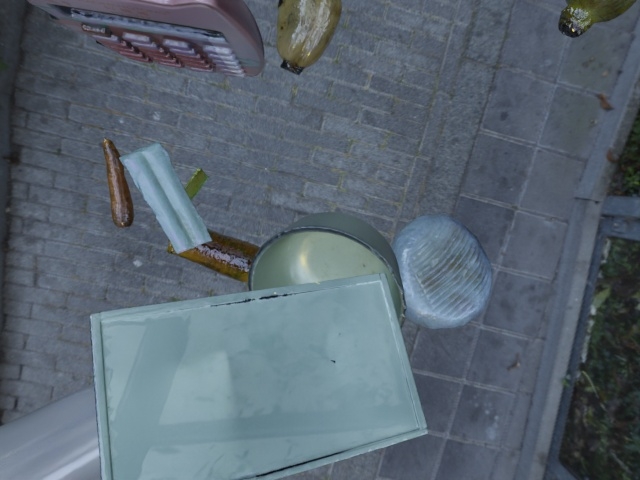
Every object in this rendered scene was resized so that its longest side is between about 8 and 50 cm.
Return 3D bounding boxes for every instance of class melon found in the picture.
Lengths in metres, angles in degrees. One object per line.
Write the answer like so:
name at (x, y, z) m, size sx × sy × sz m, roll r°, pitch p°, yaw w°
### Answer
melon at (-0.456, -0.163, 1.587) m, size 0.053 × 0.114 × 0.262 m, roll 34°, pitch 52°, yaw -10°

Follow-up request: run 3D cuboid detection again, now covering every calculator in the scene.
calculator at (-0.170, -0.231, 0.510) m, size 0.219 × 0.330 × 0.048 m, roll 6°, pitch 97°, yaw -5°

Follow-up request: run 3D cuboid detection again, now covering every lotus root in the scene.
lotus root at (0.592, -0.563, 0.949) m, size 0.173 × 0.173 × 0.310 m, roll 23°, pitch 93°, yaw -10°
lotus root at (-0.035, -0.542, 1.145) m, size 0.154 × 0.140 × 0.257 m, roll 21°, pitch 107°, yaw -9°

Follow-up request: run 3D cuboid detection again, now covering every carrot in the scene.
carrot at (-0.278, 0.032, 1.277) m, size 0.301 × 0.114 × 0.114 m, roll 20°, pitch 96°, yaw -7°
carrot at (-0.544, -0.152, 1.253) m, size 0.059 × 0.059 × 0.248 m, roll -6°, pitch 104°, yaw -6°

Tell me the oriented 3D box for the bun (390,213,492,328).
bun at (0.356, 0.096, 1.457) m, size 0.361 × 0.211 × 0.363 m, roll 0°, pitch 89°, yaw -17°

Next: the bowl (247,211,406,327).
bowl at (0.017, 0.049, 0.634) m, size 0.211 × 0.112 × 0.212 m, roll 8°, pitch 122°, yaw 12°

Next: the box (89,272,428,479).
box at (-0.048, 0.112, 0.364) m, size 0.224 × 0.086 × 0.130 m, roll -5°, pitch 71°, yaw -22°

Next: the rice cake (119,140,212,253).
rice cake at (-0.304, -0.082, 0.935) m, size 0.085 × 0.040 × 0.226 m, roll -31°, pitch 103°, yaw -17°

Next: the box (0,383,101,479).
box at (-0.417, 0.361, 0.674) m, size 0.141 × 0.348 × 0.289 m, roll 45°, pitch 134°, yaw 23°
